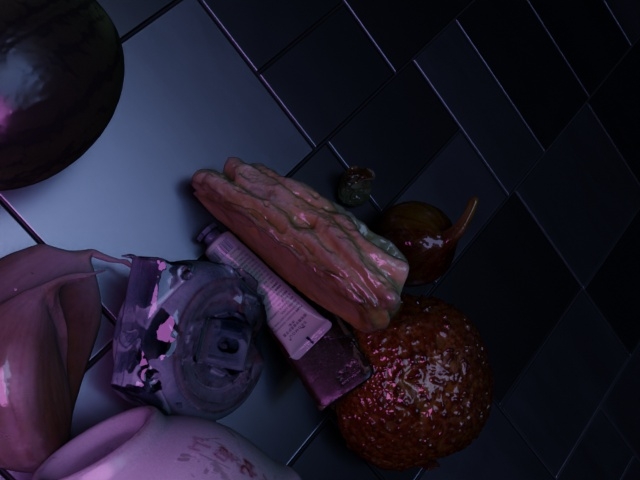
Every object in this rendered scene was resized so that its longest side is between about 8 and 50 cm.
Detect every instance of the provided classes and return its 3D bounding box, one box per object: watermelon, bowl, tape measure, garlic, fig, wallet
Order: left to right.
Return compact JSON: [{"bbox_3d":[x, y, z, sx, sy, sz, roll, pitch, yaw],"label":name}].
[{"bbox_3d":[-0.442,-0.217,1.012,0.279,0.279,0.359,48,63,-16],"label":"watermelon"},{"bbox_3d":[-0.404,0.148,1.019,0.245,0.231,0.340,27,77,-21],"label":"garlic"},{"bbox_3d":[-0.255,0.351,0.956,0.434,0.434,0.196,-31,101,-29],"label":"bowl"},{"bbox_3d":[-0.201,0.157,1.134,0.275,0.147,0.257,17,79,-52],"label":"tape measure"},{"bbox_3d":[-0.013,0.173,1.269,0.121,0.031,0.232,-34,65,-5],"label":"wallet"},{"bbox_3d":[0.203,0.003,1.395,0.175,0.207,0.175,2,87,-39],"label":"fig"}]

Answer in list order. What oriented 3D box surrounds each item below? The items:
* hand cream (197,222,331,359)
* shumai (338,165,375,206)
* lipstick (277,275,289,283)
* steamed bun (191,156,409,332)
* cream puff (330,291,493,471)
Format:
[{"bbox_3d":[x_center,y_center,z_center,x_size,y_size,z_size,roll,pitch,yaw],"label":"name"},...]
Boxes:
[{"bbox_3d":[-0.106,0.081,1.250,0.095,0.059,0.276,-45,86,6],"label":"hand cream"},{"bbox_3d":[0.081,-0.110,1.412,0.083,0.080,0.082,-22,97,-32],"label":"shumai"},{"bbox_3d":[-0.030,0.071,1.354,0.129,0.030,0.030,-4,85,-27],"label":"lipstick"},{"bbox_3d":[0.000,0.000,1.238,0.189,0.428,0.247,-44,149,-23],"label":"steamed bun"},{"bbox_3d":[0.184,0.263,1.342,0.350,0.228,0.351,3,85,-28],"label":"cream puff"}]
